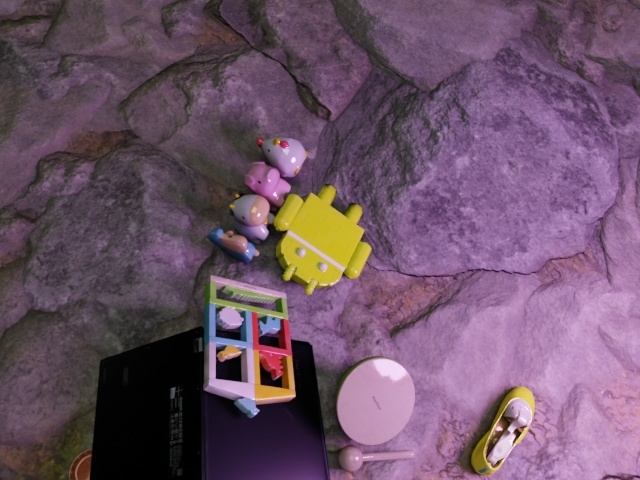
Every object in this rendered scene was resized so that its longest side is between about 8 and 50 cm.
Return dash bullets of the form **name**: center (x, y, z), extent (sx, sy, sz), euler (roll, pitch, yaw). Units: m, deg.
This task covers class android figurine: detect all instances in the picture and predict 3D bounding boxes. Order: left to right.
- **android figurine**: center (0.000, 0.000, 1.326), extent (0.248, 0.056, 0.273), euler (36, 63, -11)

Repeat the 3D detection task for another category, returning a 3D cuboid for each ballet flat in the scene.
- **ballet flat**: center (0.410, 0.411, 1.203), extent (0.077, 0.077, 0.231), euler (39, 67, 12)

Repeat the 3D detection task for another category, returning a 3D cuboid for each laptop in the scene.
- **laptop**: center (-0.224, 0.400, 1.127), extent (0.407, 0.236, 0.382), euler (-19, 55, 15)

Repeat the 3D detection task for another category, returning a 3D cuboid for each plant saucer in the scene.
- **plant saucer**: center (-0.456, 0.461, 1.106), extent (0.083, 0.013, 0.084), euler (2, 65, -5)

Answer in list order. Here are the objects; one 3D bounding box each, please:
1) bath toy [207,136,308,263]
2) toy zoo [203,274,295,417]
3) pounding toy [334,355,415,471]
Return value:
- **bath toy**: center (-0.145, -0.121, 1.333), extent (0.129, 0.151, 0.348), euler (30, 62, -12)
- **toy zoo**: center (-0.147, 0.220, 1.143), extent (0.192, 0.030, 0.293), euler (17, 47, -30)
- **pounding toy**: center (0.100, 0.355, 1.192), extent (0.182, 0.110, 0.237), euler (-5, 95, -21)
